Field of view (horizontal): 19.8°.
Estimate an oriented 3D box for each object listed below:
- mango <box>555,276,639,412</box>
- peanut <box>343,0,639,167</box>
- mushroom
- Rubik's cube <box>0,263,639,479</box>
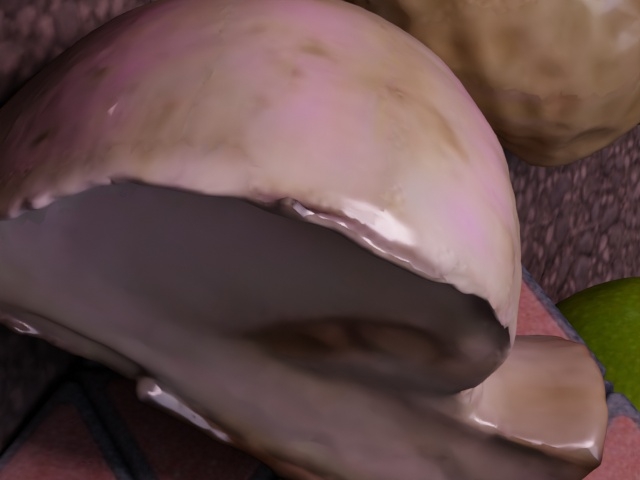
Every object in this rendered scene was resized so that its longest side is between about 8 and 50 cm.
[{"bbox_3d":[0.150,0.136,0.945,0.343,0.156,0.192,-57,150,-62],"label":"mango"},{"bbox_3d":[0.044,-0.166,0.694,0.149,0.149,0.313,-43,116,-42],"label":"peanut"},{"bbox_3d":[0.008,-0.026,0.633,0.236,0.162,0.173,27,56,-16],"label":"mushroom"},{"bbox_3d":[0.008,0.095,0.770,0.229,0.228,0.233,46,11,-11],"label":"Rubik's cube"}]
